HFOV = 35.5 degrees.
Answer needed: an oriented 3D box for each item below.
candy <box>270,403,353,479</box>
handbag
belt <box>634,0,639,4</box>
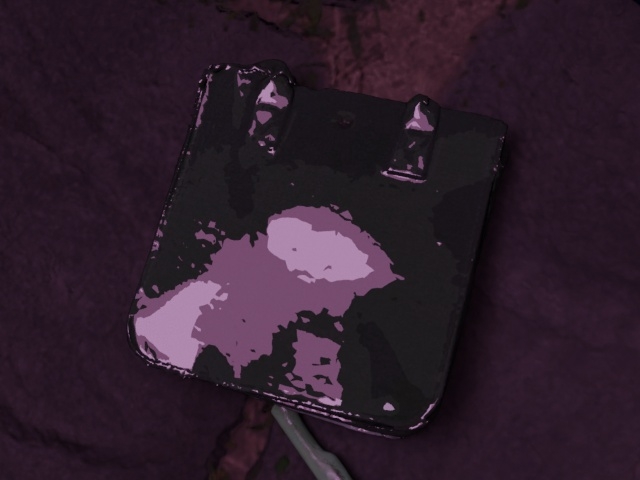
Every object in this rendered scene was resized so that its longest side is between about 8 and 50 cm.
[{"bbox_3d":[0.091,0.286,0.692,0.119,0.119,0.440,-42,66,5],"label":"candy"},{"bbox_3d":[-0.001,0.000,0.761,0.248,0.079,0.260,13,79,15],"label":"handbag"},{"bbox_3d":[0.299,-0.266,0.715,0.347,0.117,0.212,43,94,19],"label":"belt"}]
